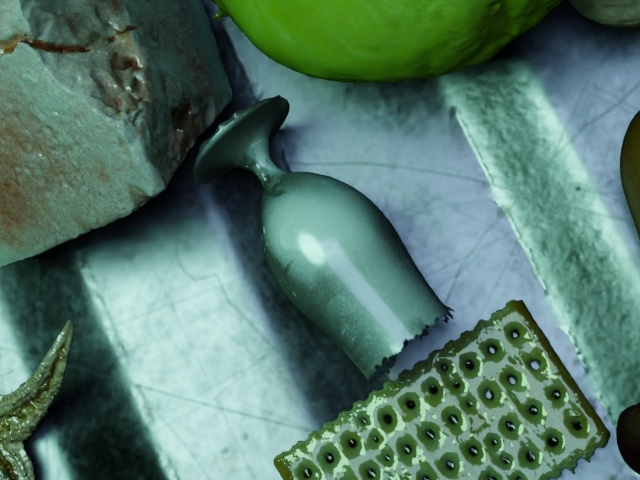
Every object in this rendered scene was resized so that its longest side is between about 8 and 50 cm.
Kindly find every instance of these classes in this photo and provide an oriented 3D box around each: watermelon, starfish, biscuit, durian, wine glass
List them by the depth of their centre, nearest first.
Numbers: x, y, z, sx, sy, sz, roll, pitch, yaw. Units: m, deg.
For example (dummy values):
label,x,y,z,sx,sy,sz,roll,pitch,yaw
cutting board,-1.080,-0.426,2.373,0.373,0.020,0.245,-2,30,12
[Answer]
label,x,y,z,sx,sy,sz,roll,pitch,yaw
durian,0.057,-0.235,1.076,0.339,0.204,0.256,-45,71,40
biscuit,0.092,0.161,1.111,0.231,0.016,0.139,-33,75,2
wine glass,0.000,0.000,1.113,0.103,0.103,0.222,-39,77,1
watermelon,-0.197,-0.126,1.117,0.310,0.232,0.193,-42,110,-18
starfish,-0.269,0.156,1.154,0.238,0.057,0.213,-37,84,6

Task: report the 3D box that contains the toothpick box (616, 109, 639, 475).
label,x,y,z,sx,sy,sz,roll,pitch,yaw
toothpick box,0.296,0.047,1.013,0.192,0.192,0.294,-4,74,9

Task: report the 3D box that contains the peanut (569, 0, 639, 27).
label,x,y,z,sx,sy,sz,roll,pitch,yaw
peanut,0.289,-0.213,1.104,0.214,0.098,0.090,-6,94,3
